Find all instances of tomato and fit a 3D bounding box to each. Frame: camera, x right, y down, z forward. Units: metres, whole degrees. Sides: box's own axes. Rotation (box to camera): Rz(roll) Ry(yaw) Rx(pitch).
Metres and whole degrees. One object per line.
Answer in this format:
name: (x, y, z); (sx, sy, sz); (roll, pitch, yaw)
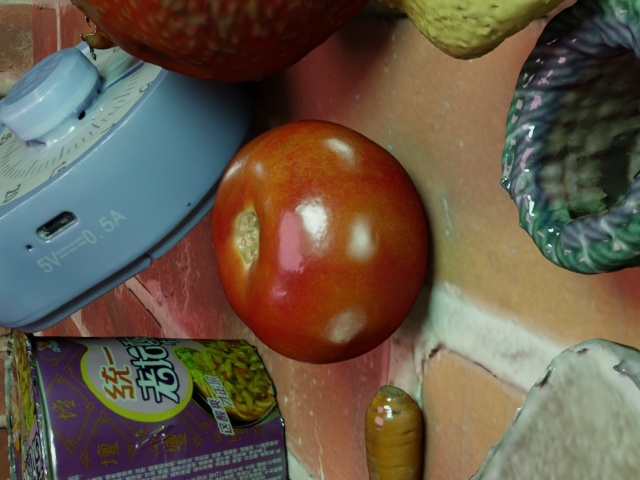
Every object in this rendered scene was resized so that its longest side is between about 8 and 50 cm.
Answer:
tomato: (0.000, 0.000, 0.695); (0.195, 0.136, 0.195); (6, 96, 61)

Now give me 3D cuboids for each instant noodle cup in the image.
instant noodle cup: (-0.203, 0.242, 1.017); (0.340, 0.266, 0.340); (175, 90, -65)

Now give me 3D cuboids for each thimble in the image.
thimble: (0.153, -0.050, 0.417); (0.135, 0.090, 0.118); (109, 147, -40)

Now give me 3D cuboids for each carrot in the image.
carrot: (0.058, 0.217, 0.723); (0.048, 0.048, 0.216); (-146, 52, -60)

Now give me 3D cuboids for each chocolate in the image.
chocolate: (0.141, 0.198, 0.471); (0.185, 0.100, 0.303); (-106, 29, -48)

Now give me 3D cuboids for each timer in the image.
timer: (-0.236, -0.117, 0.956); (0.173, 0.395, 0.395); (51, 172, -30)

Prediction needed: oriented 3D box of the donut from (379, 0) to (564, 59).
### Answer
donut: (0.113, -0.146, 0.414); (0.178, 0.162, 0.065); (-34, 90, 17)

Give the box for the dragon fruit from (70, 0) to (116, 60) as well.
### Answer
dragon fruit: (-0.220, -0.328, 0.857); (0.268, 0.130, 0.295); (60, -173, -60)

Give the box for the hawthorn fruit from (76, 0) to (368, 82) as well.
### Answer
hawthorn fruit: (-0.073, -0.251, 0.684); (0.299, 0.275, 0.275); (115, 145, -70)
